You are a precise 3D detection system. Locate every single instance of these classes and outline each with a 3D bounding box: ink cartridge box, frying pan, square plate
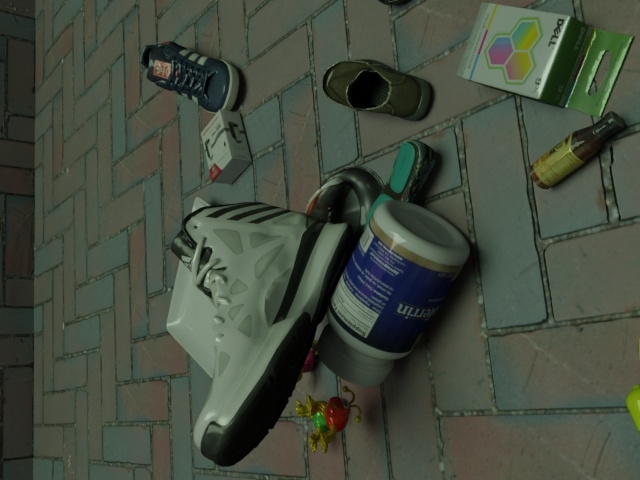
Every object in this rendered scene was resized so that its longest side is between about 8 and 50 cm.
[{"bbox_3d":[-0.213,-0.210,1.549,0.099,0.056,0.135,-40,57,42],"label":"ink cartridge box"},{"bbox_3d":[0.001,-0.030,1.275,0.326,0.053,0.197,-11,77,47],"label":"frying pan"},{"bbox_3d":[-0.224,0.113,1.534,0.347,0.049,0.344,31,110,49],"label":"square plate"},{"bbox_3d":[0.290,-0.245,0.920,0.209,0.062,0.109,34,112,47],"label":"ink cartridge box"}]

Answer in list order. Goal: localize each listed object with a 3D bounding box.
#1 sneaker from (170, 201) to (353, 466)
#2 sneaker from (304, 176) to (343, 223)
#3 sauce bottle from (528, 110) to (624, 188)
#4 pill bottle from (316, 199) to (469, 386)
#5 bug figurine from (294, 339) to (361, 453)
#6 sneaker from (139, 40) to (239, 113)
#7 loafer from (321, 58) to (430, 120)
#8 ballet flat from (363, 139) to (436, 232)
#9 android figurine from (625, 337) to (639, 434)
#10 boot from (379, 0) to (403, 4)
[{"bbox_3d":[-0.138,0.109,1.044,0.258,0.447,0.169,19,137,10],"label":"sneaker"},{"bbox_3d":[0.006,-0.039,1.200,0.065,0.061,0.158,42,120,14],"label":"sneaker"},{"bbox_3d":[0.326,-0.115,0.879,0.128,0.042,0.042,-42,55,38],"label":"sauce bottle"},{"bbox_3d":[0.101,0.084,1.049,0.153,0.153,0.264,50,124,42],"label":"pill bottle"},{"bbox_3d":[-0.012,0.233,1.192,0.216,0.072,0.279,100,152,-57],"label":"bug figurine"},{"bbox_3d":[-0.322,-0.390,1.631,0.350,0.148,0.131,33,111,48],"label":"sneaker"},{"bbox_3d":[0.075,-0.265,1.169,0.251,0.087,0.094,25,105,50],"label":"loafer"},{"bbox_3d":[0.132,-0.071,1.099,0.070,0.070,0.188,53,130,40],"label":"ballet flat"},{"bbox_3d":[0.435,0.152,0.704,0.248,0.056,0.272,-39,59,42],"label":"android figurine"},{"bbox_3d":[0.103,-0.493,1.045,0.263,0.229,0.091,-44,54,39],"label":"boot"}]
